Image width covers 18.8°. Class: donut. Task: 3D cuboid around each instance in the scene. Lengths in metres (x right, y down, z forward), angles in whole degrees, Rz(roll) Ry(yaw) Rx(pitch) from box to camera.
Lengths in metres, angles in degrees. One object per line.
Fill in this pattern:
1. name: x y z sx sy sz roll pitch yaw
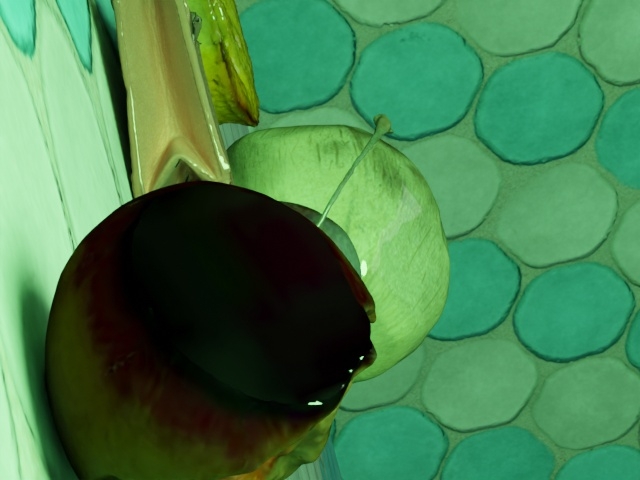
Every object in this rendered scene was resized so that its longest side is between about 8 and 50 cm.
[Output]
1. donut: -0.105 -0.166 1.465 0.190 0.075 0.174 59 18 -74

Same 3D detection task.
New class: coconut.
1. coconut: 0.000 0.000 1.532 0.224 0.224 0.224 -14 90 -89

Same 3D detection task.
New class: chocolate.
1. chocolate: -0.041 0.052 0.694 0.133 0.124 0.127 121 -34 -42

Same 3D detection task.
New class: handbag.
1. handbag: -0.093 -0.082 1.245 0.212 0.059 0.157 84 -7 -84

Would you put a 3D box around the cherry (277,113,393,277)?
1. cherry: -0.021 0.029 1.191 0.188 0.115 0.148 -56 139 -53
